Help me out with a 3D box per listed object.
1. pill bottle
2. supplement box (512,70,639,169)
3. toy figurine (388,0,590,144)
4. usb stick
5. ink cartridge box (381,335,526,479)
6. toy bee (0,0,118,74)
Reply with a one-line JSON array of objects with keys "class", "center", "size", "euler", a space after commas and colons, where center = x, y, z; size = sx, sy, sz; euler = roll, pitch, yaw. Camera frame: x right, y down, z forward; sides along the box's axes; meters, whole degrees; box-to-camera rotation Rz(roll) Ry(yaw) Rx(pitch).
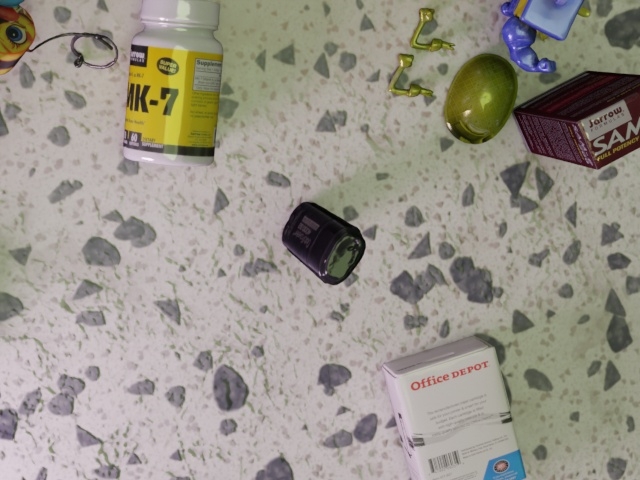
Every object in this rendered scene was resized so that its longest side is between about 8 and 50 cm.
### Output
[{"class": "pill bottle", "center": [-0.187, -0.204, 1.742], "size": [0.119, 0.119, 0.208], "euler": [4, 97, -12]}, {"class": "supplement box", "center": [0.359, -0.163, 1.799], "size": [0.130, 0.239, 0.073], "euler": [-27, 103, -6]}, {"class": "toy figurine", "center": [0.255, -0.306, 1.768], "size": [0.191, 0.217, 0.362], "euler": [27, 92, -14]}, {"class": "usb stick", "center": [0.000, 0.000, 1.729], "size": [0.045, 0.278, 0.077], "euler": [28, 92, -15]}, {"class": "ink cartridge box", "center": [0.186, 0.252, 1.905], "size": [0.148, 0.086, 0.203], "euler": [-16, 101, -9]}, {"class": "toy bee", "center": [-0.404, -0.273, 1.650], "size": [0.298, 0.162, 0.195], "euler": [21, 138, 0]}]
